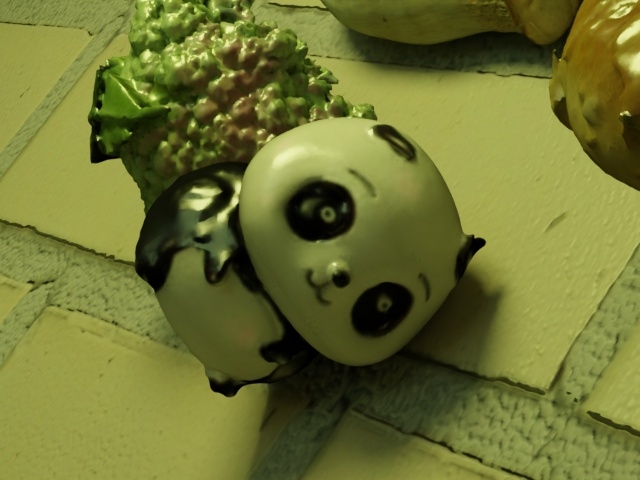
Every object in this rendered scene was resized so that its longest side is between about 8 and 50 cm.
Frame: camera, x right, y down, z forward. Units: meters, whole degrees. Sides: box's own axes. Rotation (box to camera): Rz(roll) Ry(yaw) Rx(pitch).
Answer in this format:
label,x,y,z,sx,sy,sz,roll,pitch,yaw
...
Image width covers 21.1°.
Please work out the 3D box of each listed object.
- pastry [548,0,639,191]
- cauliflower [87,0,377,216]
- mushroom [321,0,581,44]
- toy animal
label,x,y,z,sx,sy,sz,roll,pitch,yaw
pastry,0.310,-0.119,1.083,0.315,0.184,0.284,-12,38,42
cauliflower,-0.073,-0.118,1.524,0.239,0.256,0.315,-32,4,26
mushroom,0.098,-0.235,1.537,0.351,0.095,0.123,18,87,52
toy animal,-0.006,0.005,1.301,0.235,0.187,0.165,-16,25,37
